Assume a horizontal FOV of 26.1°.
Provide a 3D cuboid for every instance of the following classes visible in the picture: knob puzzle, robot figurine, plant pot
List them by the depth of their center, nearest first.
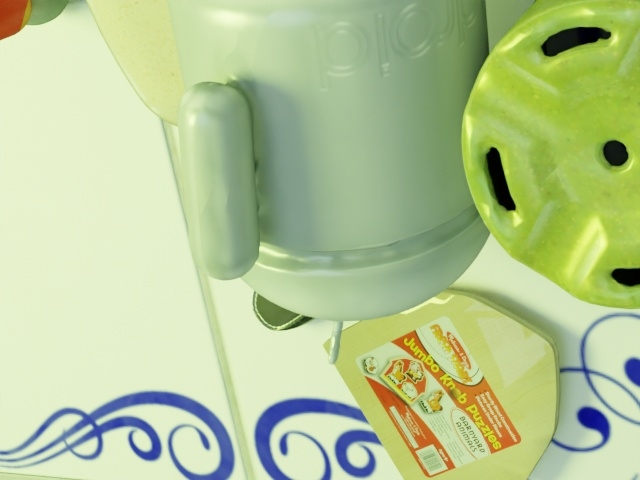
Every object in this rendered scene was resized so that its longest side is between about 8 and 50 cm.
[{"bbox_3d":[0.217,-0.085,0.850,0.276,0.254,0.276,12,117,26],"label":"plant pot"},{"bbox_3d":[0.012,-0.093,0.910,0.199,0.300,0.353,19,131,37],"label":"robot figurine"},{"bbox_3d":[0.118,0.117,1.135,0.213,0.030,0.213,13,116,27],"label":"knob puzzle"}]

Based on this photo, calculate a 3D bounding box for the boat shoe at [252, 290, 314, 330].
[{"bbox_3d":[0.001,0.000,1.127,0.080,0.073,0.223,47,125,8],"label":"boat shoe"}]

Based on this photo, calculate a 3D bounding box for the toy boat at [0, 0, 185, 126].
[{"bbox_3d":[-0.150,-0.215,1.100,0.318,0.148,0.267,-6,112,25],"label":"toy boat"}]
